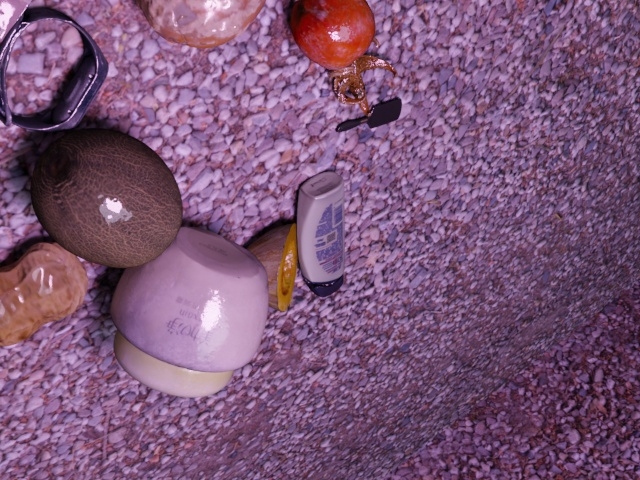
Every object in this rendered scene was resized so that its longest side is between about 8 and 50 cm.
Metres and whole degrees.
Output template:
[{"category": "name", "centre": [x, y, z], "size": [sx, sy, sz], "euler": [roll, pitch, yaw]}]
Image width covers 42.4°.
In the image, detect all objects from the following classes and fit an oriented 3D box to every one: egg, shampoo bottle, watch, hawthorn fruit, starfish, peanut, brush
[{"category": "egg", "centre": [-0.191, -0.423, 1.384], "size": [0.233, 0.195, 0.194], "euler": [-24, 139, -13]}, {"category": "shampoo bottle", "centre": [0.000, 0.000, 2.065], "size": [0.134, 0.078, 0.359], "euler": [-32, 142, -27]}, {"category": "watch", "centre": [-0.461, -0.276, 1.367], "size": [0.193, 0.068, 0.206], "euler": [28, 99, -49]}, {"category": "hawthorn fruit", "centre": [0.022, -0.426, 1.618], "size": [0.173, 0.173, 0.172], "euler": [-26, 139, -25]}, {"category": "starfish", "centre": [0.092, -0.361, 1.822], "size": [0.146, 0.074, 0.190], "euler": [-38, 143, -9]}, {"category": "peanut", "centre": [-0.560, 0.109, 1.591], "size": [0.233, 0.110, 0.196], "euler": [-32, 146, -18]}, {"category": "brush", "centre": [0.116, -0.290, 1.961], "size": [0.193, 0.016, 0.062], "euler": [-23, 137, -29]}, {"category": "shampoo bottle", "centre": [-0.269, 0.140, 1.732], "size": [0.323, 0.322, 0.317], "euler": [8, 109, -48]}]

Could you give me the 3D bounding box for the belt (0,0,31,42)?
[{"category": "belt", "centre": [-0.495, -0.359, 1.200], "size": [0.201, 0.128, 0.124], "euler": [-53, 144, 6]}]

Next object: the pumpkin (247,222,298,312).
[{"category": "pumpkin", "centre": [-0.118, 0.062, 1.969], "size": [0.110, 0.217, 0.217], "euler": [4, 132, 3]}]

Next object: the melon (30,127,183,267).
[{"category": "melon", "centre": [-0.377, -0.073, 1.496], "size": [0.237, 0.237, 0.302], "euler": [-47, 149, 0]}]
